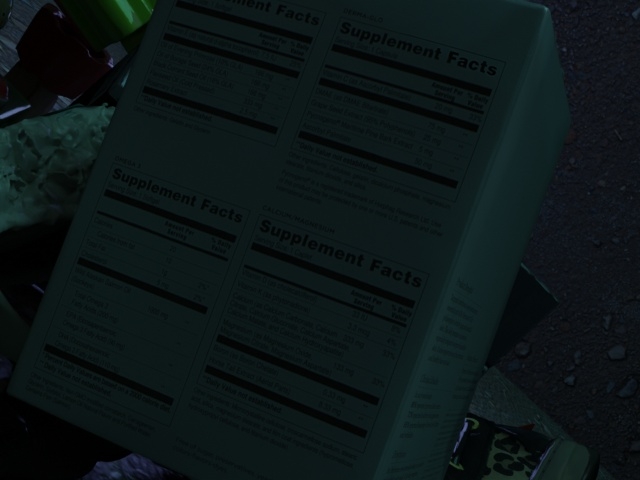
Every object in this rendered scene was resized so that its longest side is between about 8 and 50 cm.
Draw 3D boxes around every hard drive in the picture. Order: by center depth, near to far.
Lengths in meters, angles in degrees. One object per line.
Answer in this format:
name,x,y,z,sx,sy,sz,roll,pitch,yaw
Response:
hard drive,0.119,0.141,1.068,0.064,0.237,0.339,47,-4,10

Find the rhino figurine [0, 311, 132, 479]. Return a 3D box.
rhino figurine,-0.170,0.101,0.623,0.106,0.073,0.243,43,9,11

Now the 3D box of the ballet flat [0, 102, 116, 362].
ballet flat,-0.193,0.011,0.532,0.147,0.147,0.409,46,25,4

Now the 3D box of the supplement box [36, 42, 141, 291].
supplement box,-0.161,-0.042,0.802,0.130,0.239,0.073,42,43,-21

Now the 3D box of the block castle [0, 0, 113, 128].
block castle,-0.332,-0.194,0.784,0.303,0.213,0.453,44,9,-10

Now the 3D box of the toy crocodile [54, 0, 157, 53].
toy crocodile,-0.173,-0.212,0.867,0.115,0.105,0.340,56,4,-22

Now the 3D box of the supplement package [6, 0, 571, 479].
supplement package,0.000,0.000,0.584,0.198,0.262,0.199,19,-3,19

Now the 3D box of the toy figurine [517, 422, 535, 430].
toy figurine,0.226,0.318,1.168,0.362,0.191,0.217,43,3,-20

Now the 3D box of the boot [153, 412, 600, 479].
boot,-0.002,0.194,0.701,0.284,0.138,0.377,26,35,25
